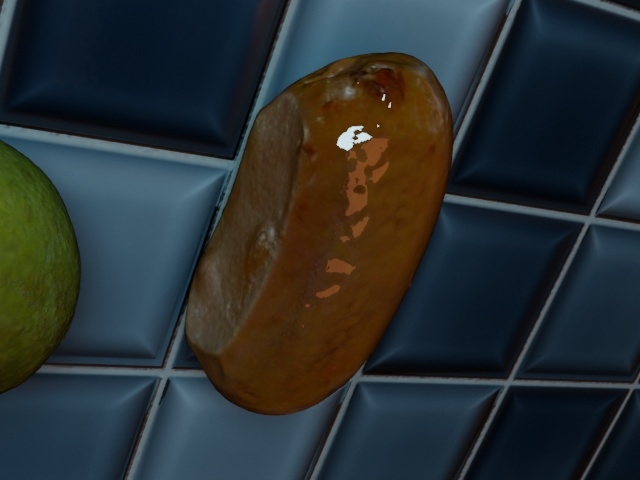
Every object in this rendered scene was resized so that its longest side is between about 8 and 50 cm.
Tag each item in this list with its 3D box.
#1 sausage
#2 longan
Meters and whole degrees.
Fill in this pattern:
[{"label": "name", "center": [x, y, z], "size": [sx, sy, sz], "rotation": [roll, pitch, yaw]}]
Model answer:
[{"label": "sausage", "center": [0.002, 0.000, 0.658], "size": [0.133, 0.133, 0.258], "rotation": [11, 113, -34]}, {"label": "longan", "center": [-0.201, 0.021, 0.528], "size": [0.154, 0.176, 0.145], "rotation": [17, 147, -27]}]
